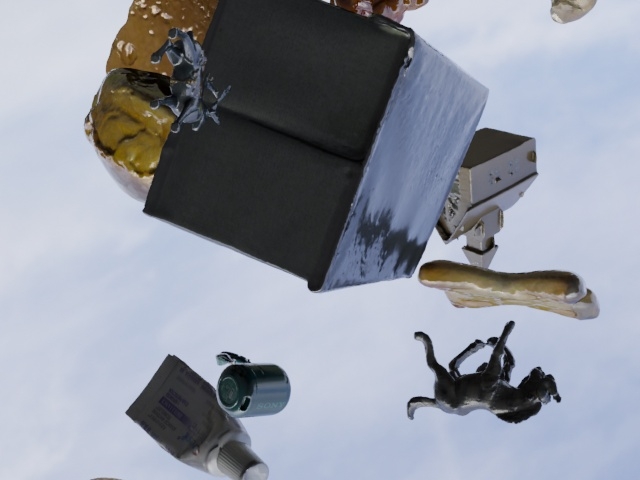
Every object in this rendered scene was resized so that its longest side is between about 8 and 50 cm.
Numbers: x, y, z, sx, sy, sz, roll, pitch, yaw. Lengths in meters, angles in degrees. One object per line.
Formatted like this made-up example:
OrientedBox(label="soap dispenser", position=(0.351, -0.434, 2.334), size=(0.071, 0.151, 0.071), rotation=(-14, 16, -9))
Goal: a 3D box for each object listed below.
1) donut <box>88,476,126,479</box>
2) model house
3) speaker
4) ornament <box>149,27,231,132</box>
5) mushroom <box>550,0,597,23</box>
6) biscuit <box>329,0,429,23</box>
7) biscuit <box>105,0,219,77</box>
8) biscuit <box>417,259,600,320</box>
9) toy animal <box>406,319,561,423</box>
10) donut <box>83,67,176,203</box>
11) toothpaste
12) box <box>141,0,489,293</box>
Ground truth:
OrientedBox(label="donut", position=(-0.277, 0.382, 1.439), size=(0.152, 0.151, 0.058), rotation=(32, -79, 60))
OrientedBox(label="model house", position=(0.251, -0.050, 1.748), size=(0.180, 0.248, 0.176), rotation=(-25, -149, -35))
OrientedBox(label="speaker", position=(-0.081, 0.153, 1.158), size=(0.060, 0.075, 0.094), rotation=(-49, -125, 30))
OrientedBox(label="ornament", position=(-0.093, -0.117, 0.758), size=(0.028, 0.073, 0.125), rotation=(3, -172, 12))
OrientedBox(label="mushroom", position=(0.358, -0.401, 1.410), size=(0.225, 0.093, 0.116), rotation=(-61, -166, -15))
OrientedBox(label="biscuit", position=(0.112, -0.447, 1.404), size=(0.318, 0.110, 0.312), rotation=(-36, -135, 19))
OrientedBox(label="biscuit", position=(-0.209, -0.263, 1.635), size=(0.269, 0.376, 0.051), rotation=(27, -147, 6))
OrientedBox(label="biscuit", position=(0.244, 0.062, 1.321), size=(0.207, 0.164, 0.047), rotation=(5, -104, 25))
OrientedBox(label="toy animal", position=(0.232, 0.205, 1.524), size=(0.232, 0.084, 0.148), rotation=(-10, -118, 20))
OrientedBox(label="donut", position=(-0.178, -0.114, 1.374), size=(0.160, 0.330, 0.330), rotation=(-53, -155, 8))
OrientedBox(label="toothpaste", position=(-0.164, 0.252, 1.401), size=(0.099, 0.069, 0.282), rotation=(-29, -143, -28))
OrientedBox(label="box", position=(0.011, -0.102, 1.079), size=(0.204, 0.251, 0.345), rotation=(23, -173, 18))
